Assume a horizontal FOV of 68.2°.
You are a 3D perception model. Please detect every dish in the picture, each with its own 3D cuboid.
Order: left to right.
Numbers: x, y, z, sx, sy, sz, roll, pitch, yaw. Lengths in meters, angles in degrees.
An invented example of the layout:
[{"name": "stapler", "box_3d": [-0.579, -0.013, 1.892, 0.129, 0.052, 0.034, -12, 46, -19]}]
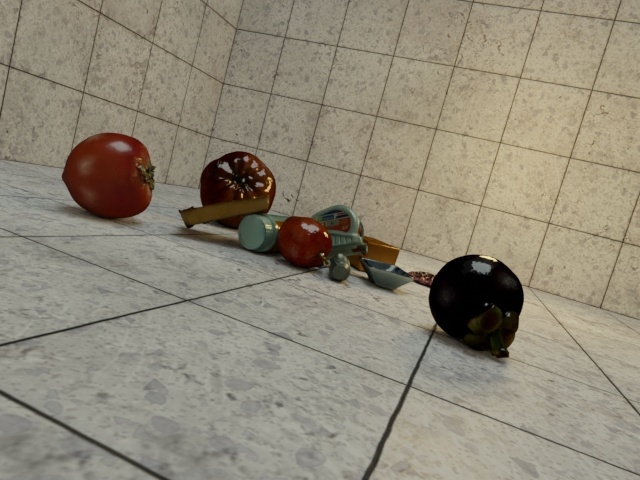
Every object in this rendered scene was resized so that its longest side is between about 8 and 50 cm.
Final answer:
[{"name": "dish", "box_3d": [0.250, 0.139, 1.897, 0.181, 0.080, 0.243, 14, 7, -8]}]

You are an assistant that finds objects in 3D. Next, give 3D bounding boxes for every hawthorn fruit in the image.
[{"name": "hawthorn fruit", "box_3d": [-0.437, -0.240, 2.434, 0.402, 0.403, 0.403, 15, 6, -2]}, {"name": "hawthorn fruit", "box_3d": [-0.047, 0.016, 1.800, 0.253, 0.205, 0.205, 31, 15, 37]}]

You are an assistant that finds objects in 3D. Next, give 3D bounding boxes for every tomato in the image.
[{"name": "tomato", "box_3d": [-0.772, -0.234, 1.735, 0.321, 0.322, 0.321, 15, 6, -2]}]

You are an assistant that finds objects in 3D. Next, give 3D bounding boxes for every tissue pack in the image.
[{"name": "tissue pack", "box_3d": [0.218, 0.059, 2.251, 0.194, 0.145, 0.274, 11, 8, -22]}]

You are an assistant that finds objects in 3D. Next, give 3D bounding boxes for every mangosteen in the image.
[{"name": "mangosteen", "box_3d": [0.445, 0.191, 1.316, 0.275, 0.275, 0.302, 12, 43, -28]}]

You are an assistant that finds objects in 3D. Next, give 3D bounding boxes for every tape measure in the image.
[{"name": "tape measure", "box_3d": [0.075, -0.028, 2.035, 0.243, 0.246, 0.125, -10, -31, 19]}]

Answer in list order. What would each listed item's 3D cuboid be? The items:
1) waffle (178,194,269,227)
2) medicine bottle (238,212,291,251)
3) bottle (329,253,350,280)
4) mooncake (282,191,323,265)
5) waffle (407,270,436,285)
[{"name": "waffle", "box_3d": [-0.391, -0.118, 1.909, 0.348, 0.078, 0.304, -12, 4, -17]}, {"name": "medicine bottle", "box_3d": [-0.191, -0.028, 1.961, 0.158, 0.158, 0.318, 19, 7, 29]}, {"name": "bottle", "box_3d": [0.071, 0.096, 1.811, 0.096, 0.079, 0.254, 56, 6, -4]}, {"name": "mooncake", "box_3d": [-0.062, -0.056, 1.966, 0.150, 0.057, 0.347, 81, -17, -57]}, {"name": "waffle", "box_3d": [0.538, 0.192, 2.266, 0.234, 0.056, 0.221, 14, 6, 39]}]
